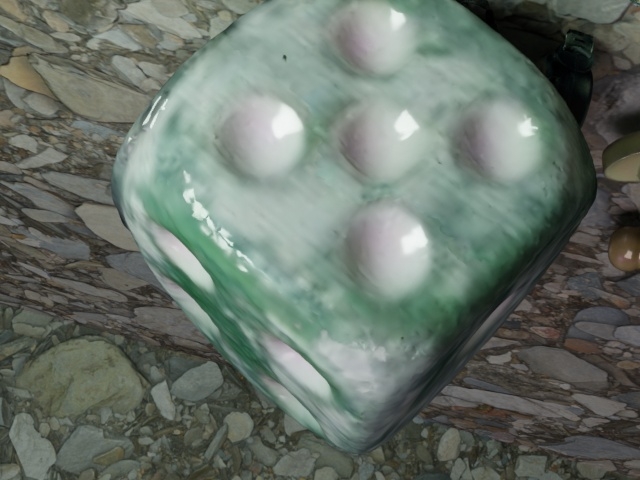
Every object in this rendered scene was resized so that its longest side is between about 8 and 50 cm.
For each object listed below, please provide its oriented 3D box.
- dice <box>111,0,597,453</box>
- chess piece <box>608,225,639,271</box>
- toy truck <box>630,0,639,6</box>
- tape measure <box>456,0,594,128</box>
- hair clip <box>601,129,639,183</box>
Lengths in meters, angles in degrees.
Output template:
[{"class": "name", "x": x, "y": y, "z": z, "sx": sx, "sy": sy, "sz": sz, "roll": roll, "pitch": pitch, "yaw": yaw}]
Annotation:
[{"class": "dice", "x": 0.029, "y": -0.027, "z": 1.002, "sx": 0.348, "sy": 0.330, "sz": 0.328, "roll": 41, "pitch": 161, "yaw": 12}, {"class": "chess piece", "x": 0.502, "y": 0.029, "z": 1.256, "sx": 0.307, "sy": 0.124, "sz": 0.139, "roll": 11, "pitch": -171, "yaw": 21}, {"class": "toy truck", "x": 0.215, "y": -0.255, "z": 0.792, "sx": 0.169, "sy": 0.077, "sz": 0.100, "roll": 21, "pitch": 144, "yaw": -5}, {"class": "tape measure", "x": 0.178, "y": -0.157, "z": 1.006, "sx": 0.180, "sy": 0.107, "sz": 0.104, "roll": 21, "pitch": 162, "yaw": -22}, {"class": "hair clip", "x": 0.406, "y": -0.082, "z": 1.088, "sx": 0.218, "sy": 0.071, "sz": 0.159, "roll": 6, "pitch": 154, "yaw": 9}]
